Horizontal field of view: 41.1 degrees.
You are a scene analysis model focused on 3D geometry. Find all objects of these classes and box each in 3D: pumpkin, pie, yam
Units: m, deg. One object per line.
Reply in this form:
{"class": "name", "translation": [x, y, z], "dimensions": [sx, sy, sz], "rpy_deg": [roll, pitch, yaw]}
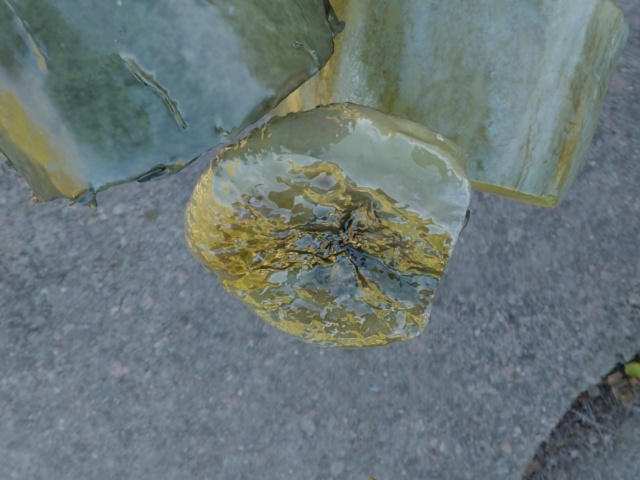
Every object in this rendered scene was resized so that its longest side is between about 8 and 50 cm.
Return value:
{"class": "pumpkin", "translation": [0.098, -0.141, 0.813], "dimensions": [0.332, 0.332, 0.199], "rpy_deg": [18, 92, 2]}
{"class": "pie", "translation": [0.000, -0.003, 0.574], "dimensions": [0.185, 0.052, 0.218], "rpy_deg": [10, 141, 5]}
{"class": "yam", "translation": [-0.139, -0.178, 0.411], "dimensions": [0.195, 0.195, 0.300], "rpy_deg": [-28, 109, 14]}

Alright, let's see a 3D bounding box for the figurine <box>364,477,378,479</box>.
{"class": "figurine", "translation": [0.038, 0.326, 0.901], "dimensions": [0.156, 0.094, 0.115], "rpy_deg": [-31, 58, -5]}
